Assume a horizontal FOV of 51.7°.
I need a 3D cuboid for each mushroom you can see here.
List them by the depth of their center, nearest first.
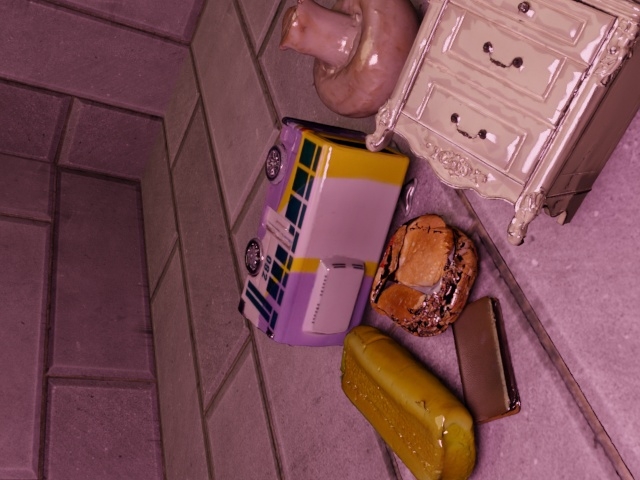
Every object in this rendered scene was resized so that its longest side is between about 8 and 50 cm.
[{"bbox_3d":[0.060,-0.416,1.417,0.297,0.290,0.297,-31,54,56],"label":"mushroom"}]

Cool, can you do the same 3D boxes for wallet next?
[{"bbox_3d":[0.269,0.198,1.099,0.110,0.031,0.198,-40,47,50],"label":"wallet"}]

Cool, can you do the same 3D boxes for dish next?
[{"bbox_3d":[0.109,-0.123,1.456,0.246,0.078,0.224,26,104,61],"label":"dish"}]

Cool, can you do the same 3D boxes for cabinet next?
[{"bbox_3d":[0.274,-0.209,0.918,0.290,0.227,0.318,39,120,28],"label":"cabinet"}]

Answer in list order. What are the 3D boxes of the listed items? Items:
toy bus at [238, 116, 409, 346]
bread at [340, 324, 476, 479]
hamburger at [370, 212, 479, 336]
[{"bbox_3d":[0.000,0.000,1.338,0.249,0.209,0.439,39,118,54],"label":"toy bus"},{"bbox_3d":[0.154,0.286,1.192,0.383,0.112,0.166,-144,57,-61],"label":"bread"},{"bbox_3d":[0.191,0.063,1.193,0.231,0.107,0.231,-47,26,32],"label":"hamburger"}]
